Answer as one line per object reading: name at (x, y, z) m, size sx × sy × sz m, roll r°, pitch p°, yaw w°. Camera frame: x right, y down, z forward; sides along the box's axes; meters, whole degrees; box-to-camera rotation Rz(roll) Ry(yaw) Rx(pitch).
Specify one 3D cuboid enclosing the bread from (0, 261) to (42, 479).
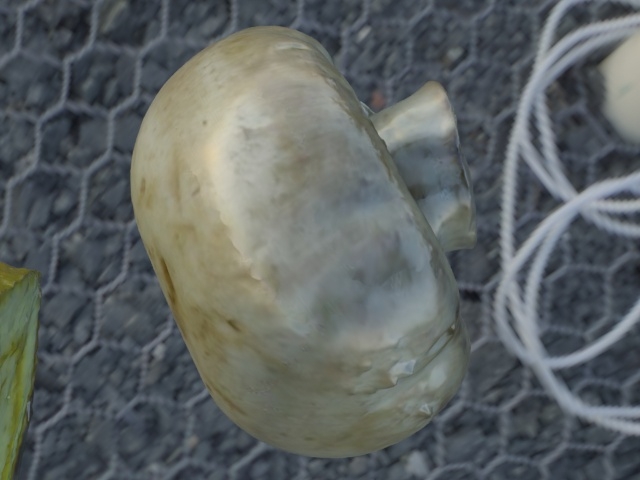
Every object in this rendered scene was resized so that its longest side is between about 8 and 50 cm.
bread at (-0.210, 0.119, 0.822) m, size 0.124 × 0.186 × 0.257 m, roll 14°, pitch 100°, yaw 12°

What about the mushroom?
mushroom at (0.000, 0.000, 0.717) m, size 0.127 × 0.166 × 0.166 m, roll -21°, pitch 79°, yaw 1°
